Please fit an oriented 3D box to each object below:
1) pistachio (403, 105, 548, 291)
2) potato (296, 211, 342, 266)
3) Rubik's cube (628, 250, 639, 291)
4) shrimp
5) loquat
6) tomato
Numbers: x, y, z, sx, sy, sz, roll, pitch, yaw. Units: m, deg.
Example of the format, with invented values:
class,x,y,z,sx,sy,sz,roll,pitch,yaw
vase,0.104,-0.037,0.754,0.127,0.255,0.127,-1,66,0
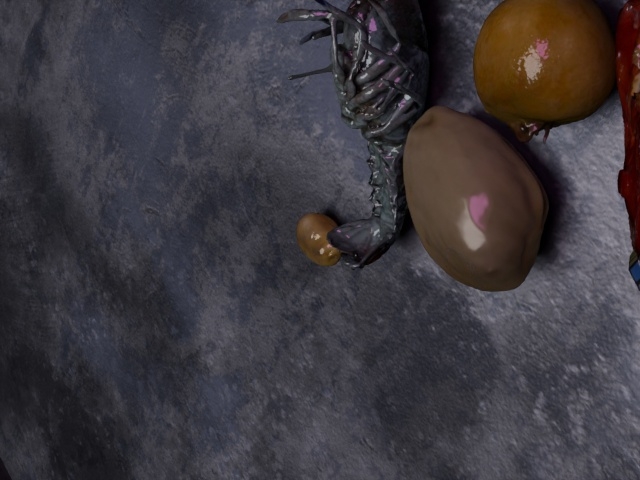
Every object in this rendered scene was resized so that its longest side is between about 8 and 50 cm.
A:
class,x,y,z,sx,sy,sz,roll,pitch,yaw
pistachio,0.172,-0.048,1.126,0.152,0.126,0.223,-27,74,27
potato,0.000,0.000,1.398,0.083,0.062,0.068,-110,1,-46
Rubik's cube,0.354,0.026,0.970,0.111,0.111,0.093,36,155,36
shrimp,0.058,-0.167,1.209,0.221,0.166,0.411,-134,28,-58
loquat,0.225,-0.180,1.010,0.163,0.137,0.163,9,103,46
tomato,0.333,-0.100,0.883,0.139,0.200,0.233,0,71,13
